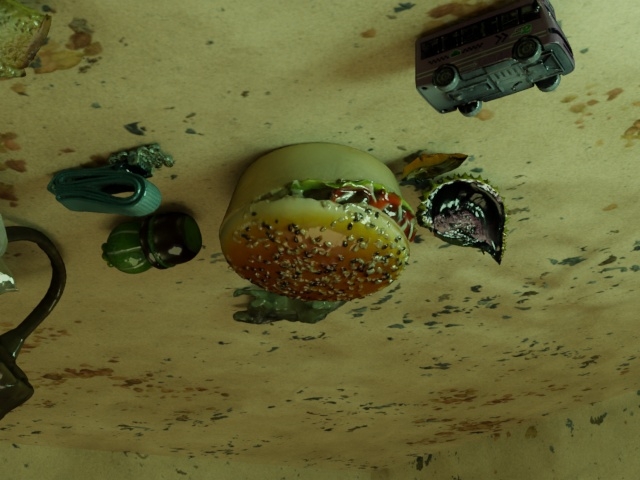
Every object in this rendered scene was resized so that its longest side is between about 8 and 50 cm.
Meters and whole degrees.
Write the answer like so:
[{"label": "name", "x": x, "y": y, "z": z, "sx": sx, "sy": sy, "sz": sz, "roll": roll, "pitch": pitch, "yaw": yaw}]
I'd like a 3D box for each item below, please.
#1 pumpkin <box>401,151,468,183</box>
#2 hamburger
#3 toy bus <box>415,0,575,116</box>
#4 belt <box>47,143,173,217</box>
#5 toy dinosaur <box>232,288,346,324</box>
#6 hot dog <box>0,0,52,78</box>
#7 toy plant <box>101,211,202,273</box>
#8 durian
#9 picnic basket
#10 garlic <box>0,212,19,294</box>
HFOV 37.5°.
[{"label": "pumpkin", "x": 0.169, "y": -0.116, "z": 1.414, "sx": 0.101, "sy": 0.035, "sz": 0.073, "roll": -22, "pitch": 165, "yaw": 33}, {"label": "hamburger", "x": -0.004, "y": -0.013, "z": 1.414, "sx": 0.300, "sy": 0.176, "sz": 0.300, "roll": 0, "pitch": 149, "yaw": 0}, {"label": "toy bus", "x": 0.204, "y": -0.221, "z": 1.119, "sx": 0.178, "sy": 0.098, "sz": 0.087, "roll": -15, "pitch": 152, "yaw": 28}, {"label": "belt", "x": -0.311, "y": -0.086, "z": 1.368, "sx": 0.179, "sy": 0.100, "sz": 0.065, "roll": 3, "pitch": 160, "yaw": 22}, {"label": "toy dinosaur", "x": -0.057, "y": 0.122, "z": 1.846, "sx": 0.294, "sy": 0.077, "sz": 0.162, "roll": -1, "pitch": 164, "yaw": 28}, {"label": "hot dog", "x": -0.426, "y": -0.218, "z": 1.024, "sx": 0.261, "sy": 0.093, "sz": 0.123, "roll": -14, "pitch": 149, "yaw": -16}, {"label": "toy plant", "x": -0.280, "y": 0.007, "z": 1.534, "sx": 0.162, "sy": 0.093, "sz": 0.093, "roll": -13, "pitch": 154, "yaw": 18}, {"label": "durian", "x": 0.219, "y": -0.054, "z": 1.512, "sx": 0.186, "sy": 0.119, "sz": 0.108, "roll": 22, "pitch": -176, "yaw": -25}, {"label": "picnic basket", "x": -0.560, "y": 0.113, "z": 1.558, "sx": 0.337, "sy": 0.337, "sz": 0.293, "roll": -7, "pitch": 148, "yaw": 5}, {"label": "garlic", "x": -0.581, "y": -0.006, "z": 1.305, "sx": 0.325, "sy": 0.132, "sz": 0.279, "roll": 2, "pitch": 125, "yaw": -38}]
